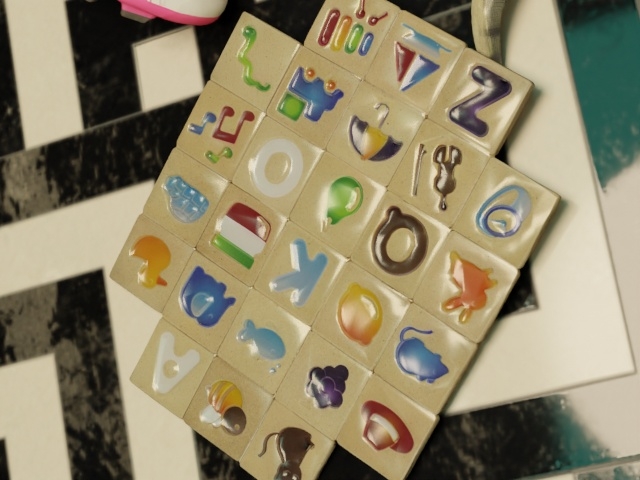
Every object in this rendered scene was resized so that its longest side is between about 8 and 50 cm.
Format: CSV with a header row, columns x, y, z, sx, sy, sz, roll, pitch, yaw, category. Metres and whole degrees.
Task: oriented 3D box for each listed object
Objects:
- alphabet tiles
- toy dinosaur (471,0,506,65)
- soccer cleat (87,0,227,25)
x,y,z,sx,sy,sz,roll,pitch,yaw,category
0.000,0.000,1.108,0.285,0.011,0.342,33,101,25,alphabet tiles
0.124,-0.247,1.070,0.118,0.064,0.268,25,97,19,toy dinosaur
-0.184,-0.288,1.177,0.331,0.116,0.143,39,118,26,soccer cleat
